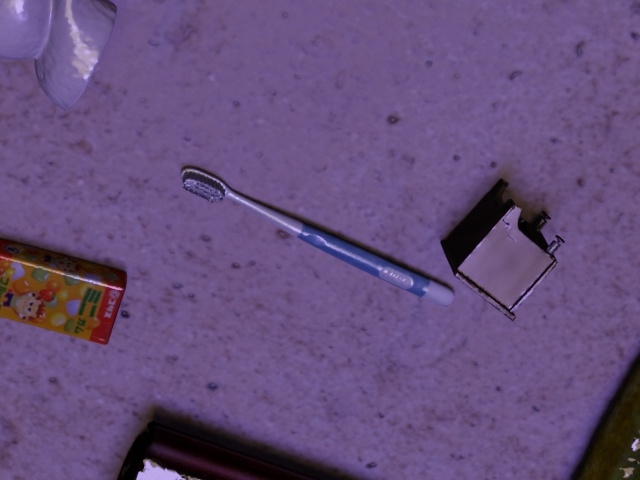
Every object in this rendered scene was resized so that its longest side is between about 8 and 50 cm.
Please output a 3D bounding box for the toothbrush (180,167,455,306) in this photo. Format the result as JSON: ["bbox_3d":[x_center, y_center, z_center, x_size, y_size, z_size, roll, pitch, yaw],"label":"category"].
[{"bbox_3d":[0.000,0.000,1.511,0.276,0.025,0.019,25,111,-14],"label":"toothbrush"}]

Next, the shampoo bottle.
[{"bbox_3d":[-0.034,0.275,1.607,0.323,0.084,0.129,22,115,-14],"label":"shampoo bottle"}]

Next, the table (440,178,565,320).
[{"bbox_3d":[0.163,0.006,1.493,0.070,0.083,0.082,37,104,-16],"label":"table"}]

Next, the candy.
[{"bbox_3d":[-0.239,0.045,1.511,0.122,0.038,0.062,15,113,-11],"label":"candy"}]

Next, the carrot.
[{"bbox_3d":[0.299,0.182,1.591,0.074,0.074,0.358,17,112,-11],"label":"carrot"}]

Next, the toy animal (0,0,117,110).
[{"bbox_3d":[-0.274,-0.206,1.353,0.221,0.104,0.131,25,113,-15],"label":"toy animal"}]
